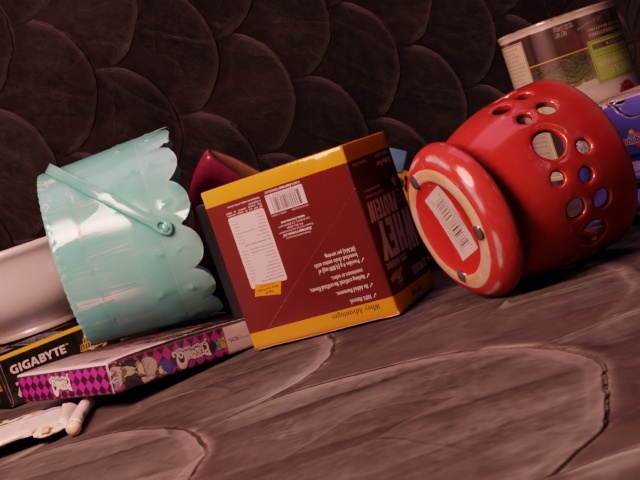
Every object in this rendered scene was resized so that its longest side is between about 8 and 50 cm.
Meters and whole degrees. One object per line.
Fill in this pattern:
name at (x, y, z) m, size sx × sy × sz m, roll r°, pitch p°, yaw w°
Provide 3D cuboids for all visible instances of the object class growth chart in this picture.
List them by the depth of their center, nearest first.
growth chart at (-0.361, 0.220, 1.195) m, size 0.237 × 0.021 × 0.172 m, roll -19°, pitch 4°, yaw 1°

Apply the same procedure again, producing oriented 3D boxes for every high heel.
high heel at (-0.016, -0.057, 1.683) m, size 0.377 × 0.181 × 0.127 m, roll -5°, pitch 34°, yaw -23°

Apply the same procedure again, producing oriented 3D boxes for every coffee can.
coffee can at (0.433, -0.238, 1.810) m, size 0.202 × 0.275 × 0.201 m, roll -19°, pitch 5°, yaw 2°

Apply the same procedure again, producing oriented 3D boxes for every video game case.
video game case at (-0.224, 0.145, 1.315) m, size 0.210 × 0.041 × 0.232 m, roll -16°, pitch 2°, yaw -41°

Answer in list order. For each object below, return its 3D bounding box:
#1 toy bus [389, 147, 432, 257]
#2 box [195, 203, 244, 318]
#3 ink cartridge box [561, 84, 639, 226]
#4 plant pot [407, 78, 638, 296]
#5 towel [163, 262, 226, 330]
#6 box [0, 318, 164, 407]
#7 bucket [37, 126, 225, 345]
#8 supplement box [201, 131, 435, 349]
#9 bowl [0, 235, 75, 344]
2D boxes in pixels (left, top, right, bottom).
toy bus at (0.106, -0.008, 1.444) m, size 0.104 × 0.202 × 0.191 m, roll 11°, pitch -6°, yaw -6°
box at (-0.054, 0.003, 1.516) m, size 0.119 × 0.182 × 0.181 m, roll -17°, pitch 4°, yaw 32°
ink cartridge box at (0.467, -0.134, 1.236) m, size 0.395 × 0.151 × 0.270 m, roll -20°, pitch 4°, yaw -27°
plant pot at (0.195, -0.047, 1.108) m, size 0.174 × 0.191 × 0.191 m, roll -27°, pitch 7°, yaw -19°
towel at (-0.238, 0.075, 1.818) m, size 0.235 × 0.121 × 0.284 m, roll -17°, pitch 4°, yaw -38°
box at (-0.424, 0.174, 1.652) m, size 0.257 × 0.079 × 0.322 m, roll -24°, pitch 7°, yaw -36°
bucket at (-0.252, -0.001, 1.442) m, size 0.183 × 0.281 × 0.281 m, roll -17°, pitch 4°, yaw -7°
supplement box at (0.000, 0.000, 1.253) m, size 0.191 × 0.194 × 0.129 m, roll -17°, pitch 5°, yaw 27°
bowl at (-0.451, 0.073, 1.644) m, size 0.298 × 0.134 × 0.298 m, roll -18°, pitch 5°, yaw 2°
